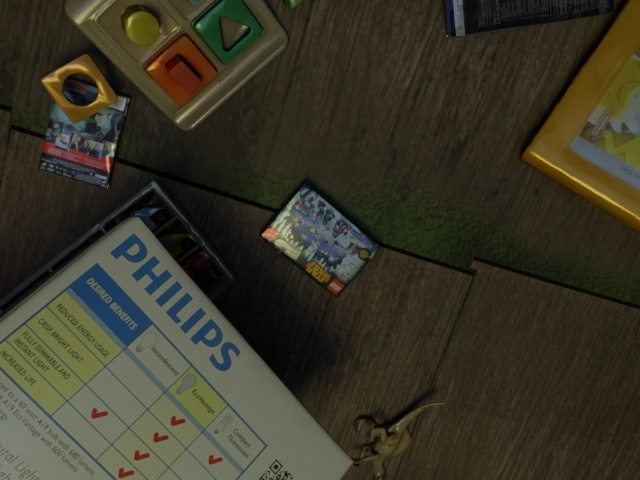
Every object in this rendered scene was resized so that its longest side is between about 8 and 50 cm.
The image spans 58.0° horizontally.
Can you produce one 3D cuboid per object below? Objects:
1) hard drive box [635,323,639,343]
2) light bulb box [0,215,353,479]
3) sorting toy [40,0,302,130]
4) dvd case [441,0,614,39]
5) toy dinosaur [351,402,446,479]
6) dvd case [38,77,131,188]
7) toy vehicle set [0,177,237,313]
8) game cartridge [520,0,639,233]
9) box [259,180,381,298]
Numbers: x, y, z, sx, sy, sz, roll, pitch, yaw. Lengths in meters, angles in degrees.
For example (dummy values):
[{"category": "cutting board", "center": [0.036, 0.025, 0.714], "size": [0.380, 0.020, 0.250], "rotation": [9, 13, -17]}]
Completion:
[{"category": "hard drive box", "center": [0.575, 0.058, 0.808], "size": [0.181, 0.089, 0.232], "rotation": [6, 102, -7]}, {"category": "light bulb box", "center": [-0.229, 0.230, 0.593], "size": [0.361, 0.225, 0.358], "rotation": [-45, 105, -24]}, {"category": "sorting toy", "center": [-0.154, -0.242, 0.658], "size": [0.347, 0.047, 0.196], "rotation": [-40, 127, 4]}, {"category": "dvd case", "center": [0.255, -0.353, 0.719], "size": [0.221, 0.018, 0.165], "rotation": [-10, 105, -4]}, {"category": "toy dinosaur", "center": [0.098, 0.285, 0.842], "size": [0.092, 0.053, 0.183], "rotation": [20, 108, -25]}, {"category": "dvd case", "center": [-0.293, -0.133, 0.717], "size": [0.087, 0.013, 0.119], "rotation": [16, 102, -9]}, {"category": "toy vehicle set", "center": [-0.263, 0.065, 0.754], "size": [0.267, 0.035, 0.166], "rotation": [-37, 104, 3]}, {"category": "game cartridge", "center": [0.468, -0.137, 0.715], "size": [0.323, 0.052, 0.285], "rotation": [34, 98, 12]}, {"category": "box", "center": [0.000, 0.000, 0.769], "size": [0.137, 0.027, 0.094], "rotation": [39, 97, -13]}]
